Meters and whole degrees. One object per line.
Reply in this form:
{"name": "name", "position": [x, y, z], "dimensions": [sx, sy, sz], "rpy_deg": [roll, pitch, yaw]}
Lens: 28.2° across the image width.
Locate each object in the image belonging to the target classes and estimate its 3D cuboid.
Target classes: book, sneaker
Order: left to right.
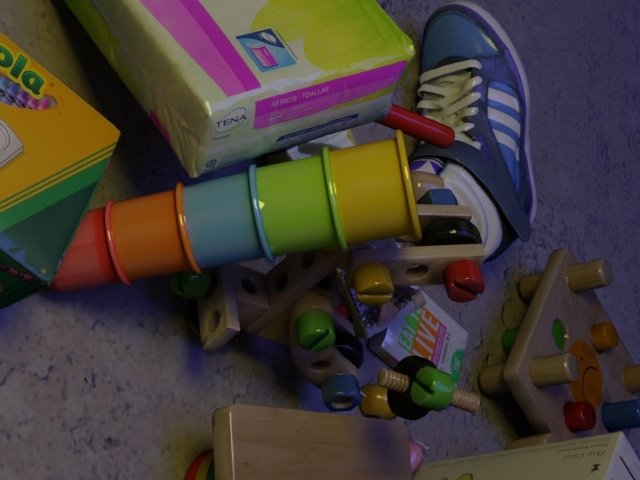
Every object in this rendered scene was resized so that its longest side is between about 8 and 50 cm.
{"name": "book", "position": [0.113, 0.116, 1.469], "dimensions": [0.144, 0.035, 0.096], "rpy_deg": [40, 52, -37]}
{"name": "sneaker", "position": [0.159, -0.128, 1.530], "dimensions": [0.236, 0.130, 0.322], "rpy_deg": [-20, 98, -57]}

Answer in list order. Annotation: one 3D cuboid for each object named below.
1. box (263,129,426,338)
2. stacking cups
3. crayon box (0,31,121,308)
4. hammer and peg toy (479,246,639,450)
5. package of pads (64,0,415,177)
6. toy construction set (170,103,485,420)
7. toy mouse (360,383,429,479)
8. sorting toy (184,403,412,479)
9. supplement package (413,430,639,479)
{"name": "box", "position": [0.025, -0.016, 1.360], "dimensions": [0.087, 0.058, 0.232], "rpy_deg": [-30, 100, -24]}
{"name": "stacking cups", "position": [-0.077, -0.019, 1.070], "dimensions": [0.096, 0.316, 0.096], "rpy_deg": [-10, 90, -83]}
{"name": "crayon box", "position": [-0.302, -0.096, 0.965], "dimensions": [0.278, 0.081, 0.165], "rpy_deg": [40, 47, -26]}
{"name": "hammer and peg toy", "position": [0.312, 0.215, 1.597], "dimensions": [0.266, 0.127, 0.361], "rpy_deg": [56, 41, -24]}
{"name": "package of pads", "position": [-0.082, -0.209, 1.131], "dimensions": [0.229, 0.101, 0.296], "rpy_deg": [-20, 60, -32]}
{"name": "toy construction set", "position": [0.000, 0.000, 1.188], "dimensions": [0.237, 0.257, 0.309], "rpy_deg": [20, 68, -27]}
{"name": "toy mouse", "position": [0.071, 0.227, 1.369], "dimensions": [0.161, 0.031, 0.143], "rpy_deg": [35, 51, -39]}
{"name": "sorting toy", "position": [-0.019, 0.294, 1.185], "dimensions": [0.257, 0.089, 0.255], "rpy_deg": [15, 65, -47]}
{"name": "supplement package", "position": [0.226, 0.338, 1.331], "dimensions": [0.204, 0.262, 0.145], "rpy_deg": [57, 40, -19]}
